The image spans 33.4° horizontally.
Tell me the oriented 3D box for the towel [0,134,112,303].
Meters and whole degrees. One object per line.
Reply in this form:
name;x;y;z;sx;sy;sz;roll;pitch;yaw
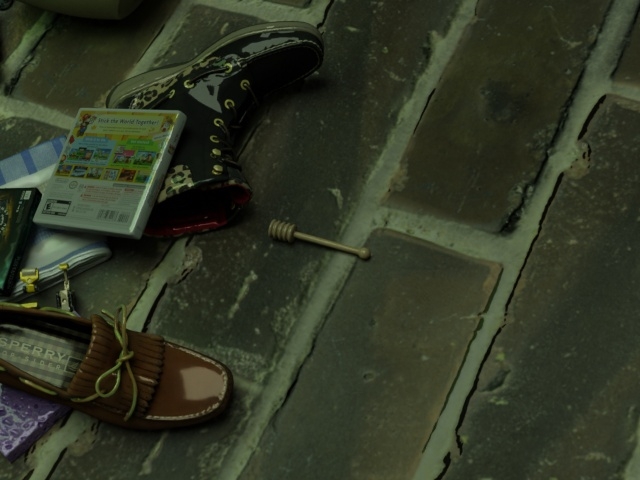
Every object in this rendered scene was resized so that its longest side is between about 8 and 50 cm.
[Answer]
towel;-0.468;-0.037;1.719;0.209;0.034;0.285;-24;55;-6

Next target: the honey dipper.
honey dipper;0.000;0.000;1.604;0.160;0.030;0.030;14;61;16

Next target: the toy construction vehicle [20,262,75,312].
toy construction vehicle;-0.415;0.088;1.616;0.085;0.035;0.098;-10;81;1

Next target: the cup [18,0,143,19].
cup;-0.411;-0.529;1.896;0.237;0.331;0.331;33;66;-1

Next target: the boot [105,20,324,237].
boot;-0.150;-0.176;1.683;0.377;0.138;0.284;-18;54;4

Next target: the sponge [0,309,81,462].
sponge;-0.402;0.208;1.544;0.210;0.031;0.117;-42;60;-18

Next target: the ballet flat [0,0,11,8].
ballet flat;-0.604;-0.497;2.049;0.041;0.041;0.114;-5;56;8

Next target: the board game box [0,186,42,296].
board game box;-0.519;0.000;1.665;0.126;0.026;0.186;0;59;16

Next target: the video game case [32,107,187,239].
video game case;-0.325;-0.108;1.638;0.227;0.026;0.206;6;70;36

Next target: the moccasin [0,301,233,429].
moccasin;-0.306;0.161;1.456;0.380;0.147;0.139;19;68;3
